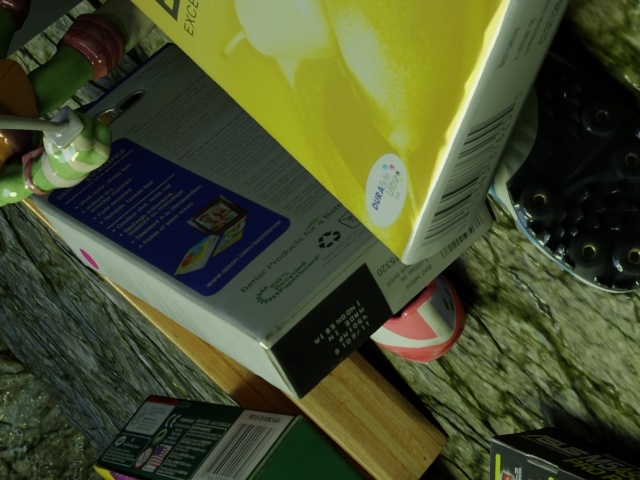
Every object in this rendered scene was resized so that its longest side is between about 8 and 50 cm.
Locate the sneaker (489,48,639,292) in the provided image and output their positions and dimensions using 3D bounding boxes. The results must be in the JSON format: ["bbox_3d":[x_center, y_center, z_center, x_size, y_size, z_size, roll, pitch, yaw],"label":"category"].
[{"bbox_3d":[0.095,-0.065,0.971,0.237,0.085,0.086,46,176,15],"label":"sneaker"}]

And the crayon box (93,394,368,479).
[{"bbox_3d":[-0.016,0.286,1.710,0.313,0.106,0.363,44,162,-18],"label":"crayon box"}]

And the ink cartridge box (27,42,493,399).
[{"bbox_3d":[-0.064,-0.028,1.267,0.371,0.176,0.069,29,154,49],"label":"ink cartridge box"}]

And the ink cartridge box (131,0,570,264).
[{"bbox_3d":[-0.011,-0.187,0.859,0.307,0.072,0.303,42,145,18],"label":"ink cartridge box"}]

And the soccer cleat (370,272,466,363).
[{"bbox_3d":[0.000,0.000,1.321,0.248,0.083,0.095,36,169,26],"label":"soccer cleat"}]

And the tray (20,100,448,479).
[{"bbox_3d":[-0.088,0.054,1.585,0.411,0.076,0.203,44,164,-14],"label":"tray"}]

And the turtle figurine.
[{"bbox_3d":[-0.216,-0.131,1.249,0.198,0.266,0.274,10,142,30],"label":"turtle figurine"}]

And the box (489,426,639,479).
[{"bbox_3d":[0.194,0.283,1.254,0.216,0.060,0.270,17,108,61],"label":"box"}]

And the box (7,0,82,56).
[{"bbox_3d":[-0.391,-0.233,1.438,0.294,0.296,0.182,39,160,31],"label":"box"}]

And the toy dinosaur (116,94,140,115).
[{"bbox_3d":[-0.132,-0.101,1.551,0.082,0.047,0.090,32,-169,23],"label":"toy dinosaur"}]
